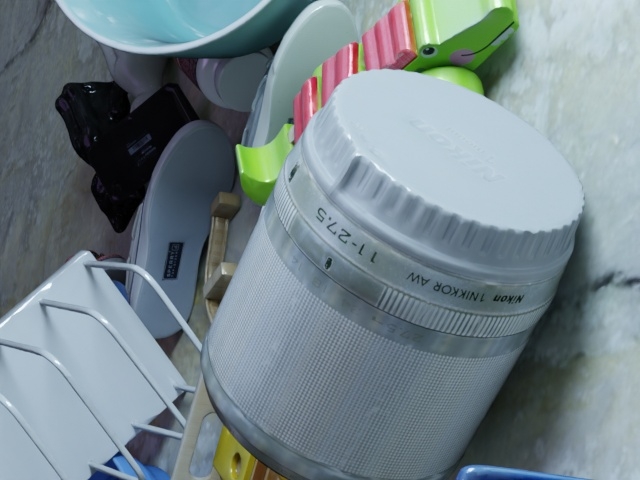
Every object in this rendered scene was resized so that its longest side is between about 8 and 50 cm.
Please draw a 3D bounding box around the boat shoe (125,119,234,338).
[{"bbox_3d":[-0.168,-0.022,2.000,0.084,0.095,0.258,50,124,54],"label":"boat shoe"}]

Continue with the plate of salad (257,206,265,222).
[{"bbox_3d":[0.000,0.000,1.687,0.200,0.048,0.199,-23,61,49],"label":"plate of salad"}]

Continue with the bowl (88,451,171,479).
[{"bbox_3d":[-0.235,0.426,1.992,0.391,0.077,0.391,-38,47,56],"label":"bowl"}]

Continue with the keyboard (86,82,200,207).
[{"bbox_3d":[-0.195,-0.099,2.116,0.180,0.023,0.108,-33,83,42],"label":"keyboard"}]

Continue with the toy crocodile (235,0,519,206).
[{"bbox_3d":[0.048,-0.130,1.548,0.340,0.105,0.115,-37,47,47],"label":"toy crocodile"}]

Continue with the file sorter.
[{"bbox_3d":[-0.255,0.171,1.853,0.278,0.193,0.173,-42,21,-23],"label":"file sorter"}]

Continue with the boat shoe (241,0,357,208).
[{"bbox_3d":[-0.032,-0.142,1.772,0.081,0.079,0.227,59,137,49],"label":"boat shoe"}]

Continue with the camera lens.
[{"bbox_3d":[0.049,0.040,1.358,0.274,0.219,0.219,-64,29,30],"label":"camera lens"}]

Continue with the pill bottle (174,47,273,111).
[{"bbox_3d":[-0.099,-0.189,1.926,0.152,0.086,0.086,50,125,60],"label":"pill bottle"}]

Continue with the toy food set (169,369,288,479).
[{"bbox_3d":[-0.074,0.246,1.695,0.306,0.092,0.219,41,118,62],"label":"toy food set"}]

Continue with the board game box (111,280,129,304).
[{"bbox_3d":[-0.237,0.133,2.167,0.133,0.033,0.168,45,124,54],"label":"board game box"}]

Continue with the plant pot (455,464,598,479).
[{"bbox_3d":[0.173,0.250,1.008,0.212,0.236,0.236,-153,74,-72],"label":"plant pot"}]

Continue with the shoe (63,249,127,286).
[{"bbox_3d":[-0.281,0.041,2.256,0.178,0.063,0.081,129,138,-54],"label":"shoe"}]

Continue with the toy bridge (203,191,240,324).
[{"bbox_3d":[-0.102,0.045,1.915,0.063,0.026,0.188,131,142,-52],"label":"toy bridge"}]

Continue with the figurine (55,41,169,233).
[{"bbox_3d":[-0.232,-0.150,2.219,0.215,0.092,0.209,-57,41,39],"label":"figurine"}]

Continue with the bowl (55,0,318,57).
[{"bbox_3d":[-0.105,-0.303,1.806,0.312,0.163,0.311,-7,71,23],"label":"bowl"}]
